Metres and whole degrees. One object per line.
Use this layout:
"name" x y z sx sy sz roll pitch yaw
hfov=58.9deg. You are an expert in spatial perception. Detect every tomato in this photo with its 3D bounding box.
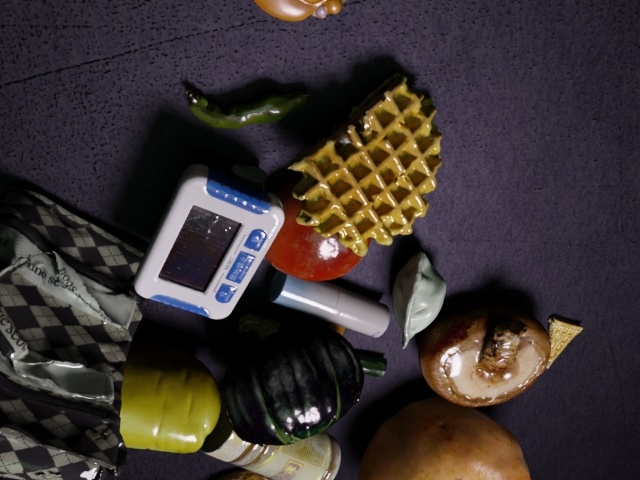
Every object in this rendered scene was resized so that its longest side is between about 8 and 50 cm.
"tomato" 0.000 0.000 1.021 0.227 0.112 0.199 2 113 -17

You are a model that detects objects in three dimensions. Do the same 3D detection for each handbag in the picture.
"handbag" -0.419 0.152 0.874 0.316 0.416 0.180 33 123 -29

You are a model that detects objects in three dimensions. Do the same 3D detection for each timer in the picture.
"timer" -0.187 0.006 0.945 0.178 0.078 0.253 23 117 -22

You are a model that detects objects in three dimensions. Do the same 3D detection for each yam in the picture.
"yam" -0.143 -0.055 1.000 0.068 0.068 0.169 10 125 -18

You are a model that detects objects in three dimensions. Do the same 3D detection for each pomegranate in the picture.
"pomegranate" 0.297 0.574 1.366 0.411 0.412 0.412 -6 126 -8

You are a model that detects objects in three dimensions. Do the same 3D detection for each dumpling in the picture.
"dumpling" 0.203 0.125 1.143 0.107 0.153 0.219 -9 132 -3

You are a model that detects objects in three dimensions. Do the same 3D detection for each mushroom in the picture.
"mushroom" 0.364 0.249 1.265 0.296 0.163 0.278 1 133 -12

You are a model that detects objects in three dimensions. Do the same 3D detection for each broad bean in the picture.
"broad bean" -0.116 -0.209 0.908 0.195 0.046 0.061 -1 128 -9

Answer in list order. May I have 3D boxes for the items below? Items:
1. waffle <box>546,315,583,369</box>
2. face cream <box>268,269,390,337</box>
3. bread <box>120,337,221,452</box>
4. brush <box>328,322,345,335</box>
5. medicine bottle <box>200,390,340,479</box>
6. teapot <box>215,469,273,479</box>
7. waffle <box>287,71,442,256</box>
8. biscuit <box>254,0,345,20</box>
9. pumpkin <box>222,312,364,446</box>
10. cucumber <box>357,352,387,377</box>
"waffle" 0.562 0.252 1.388 0.097 0.023 0.153 15 121 -19
"face cream" 0.021 0.127 1.154 0.250 0.077 0.077 22 118 -25
"bread" -0.383 0.292 1.095 0.376 0.251 0.209 17 79 -19
"brush" 0.020 0.254 1.285 0.103 0.013 0.272 4 123 -15
"medicine bottle" -0.110 0.473 1.328 0.322 0.151 0.151 35 112 -30
"teapot" -0.192 0.709 1.470 0.311 0.167 0.203 -41 122 17
"waffle" 0.084 -0.122 0.929 0.283 0.065 0.310 4 99 -27
"biscuit" -0.024 -0.384 0.798 0.170 0.050 0.170 -5 126 -7
"pumpkin" -0.064 0.263 1.150 0.295 0.296 0.296 -6 126 -8
"cucumber" 0.100 0.285 1.304 0.105 0.048 0.048 16 120 -19
